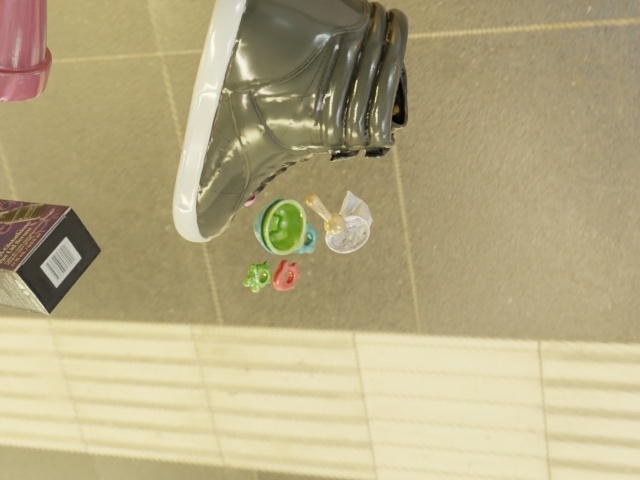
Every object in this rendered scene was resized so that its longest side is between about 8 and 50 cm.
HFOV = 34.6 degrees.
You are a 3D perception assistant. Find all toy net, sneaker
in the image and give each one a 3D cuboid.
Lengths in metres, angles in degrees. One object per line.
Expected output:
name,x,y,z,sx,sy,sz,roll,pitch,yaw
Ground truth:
toy net,0.000,0.000,1.296,0.045,0.232,0.122,11,103,42
sneaker,-0.021,-0.073,0.749,0.147,0.104,0.295,15,145,-5

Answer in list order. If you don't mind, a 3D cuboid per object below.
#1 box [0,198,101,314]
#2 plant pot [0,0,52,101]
box,-0.498,0.024,1.705,0.207,0.153,0.108,6,138,35
plant pot,-0.507,-0.341,1.594,0.201,0.201,0.180,28,121,7
